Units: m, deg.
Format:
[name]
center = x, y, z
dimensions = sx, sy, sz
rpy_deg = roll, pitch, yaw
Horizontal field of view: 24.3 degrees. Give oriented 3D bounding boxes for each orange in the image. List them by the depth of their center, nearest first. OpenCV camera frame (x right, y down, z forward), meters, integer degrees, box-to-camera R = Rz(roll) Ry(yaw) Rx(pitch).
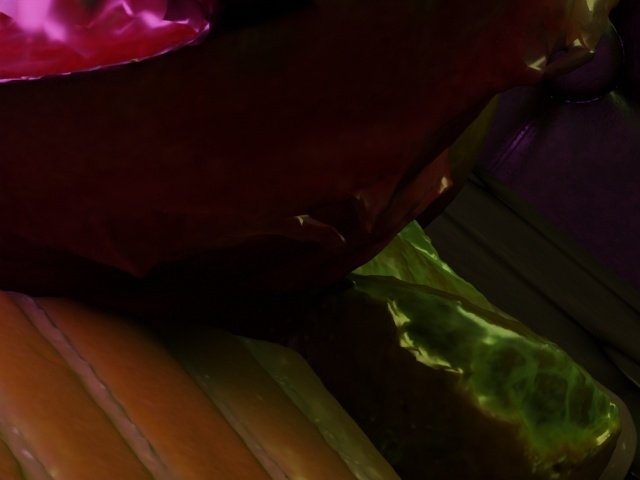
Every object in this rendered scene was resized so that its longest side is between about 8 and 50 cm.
[orange]
center = 0.024, 0.070, 0.694
dimensions = 0.179, 0.158, 0.237
rpy_deg = 22, 14, -31

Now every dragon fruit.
[dragon fruit]
center = -0.069, -0.109, 0.583
dimensions = 0.249, 0.386, 0.371
rpy_deg = 84, -14, -47

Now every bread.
[bread]
center = -0.042, 0.128, 0.407
dimensions = 0.239, 0.111, 0.246
rpy_deg = 16, 26, -53

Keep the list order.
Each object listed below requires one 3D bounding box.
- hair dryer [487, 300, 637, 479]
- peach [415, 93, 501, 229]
[hair dryer]
center = 0.095, 0.147, 0.831
dimensions = 0.189, 0.107, 0.344
rpy_deg = 37, 21, -11
[peach]
center = -0.035, -0.123, 0.966
dimensions = 0.332, 0.308, 0.308
rpy_deg = 66, 15, 4
